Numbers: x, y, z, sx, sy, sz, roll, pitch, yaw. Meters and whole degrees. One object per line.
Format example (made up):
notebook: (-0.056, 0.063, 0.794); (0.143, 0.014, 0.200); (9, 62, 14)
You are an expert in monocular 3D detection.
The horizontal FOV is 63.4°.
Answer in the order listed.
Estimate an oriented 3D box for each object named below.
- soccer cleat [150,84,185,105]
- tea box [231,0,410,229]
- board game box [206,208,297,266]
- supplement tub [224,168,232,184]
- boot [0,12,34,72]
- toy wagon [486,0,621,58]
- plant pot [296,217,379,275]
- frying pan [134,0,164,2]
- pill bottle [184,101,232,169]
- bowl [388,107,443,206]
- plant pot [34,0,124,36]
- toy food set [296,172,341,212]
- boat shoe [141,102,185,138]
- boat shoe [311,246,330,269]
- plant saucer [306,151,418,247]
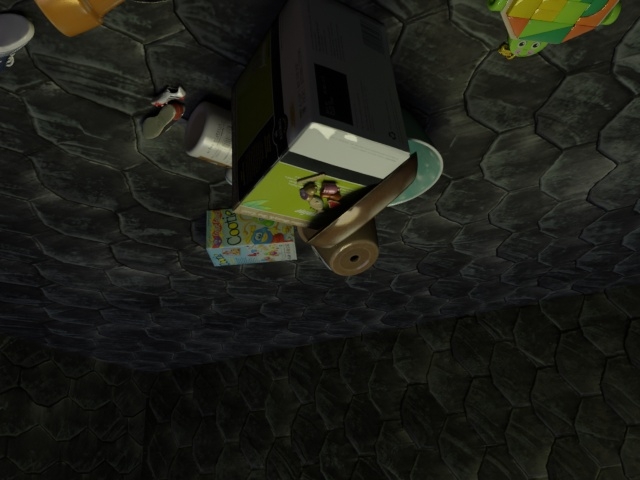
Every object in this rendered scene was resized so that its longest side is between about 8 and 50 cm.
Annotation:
soccer cleat: (-0.346, -0.328, 1.167); (0.083, 0.029, 0.035); (-11, 144, 5)
tea box: (-0.023, -0.246, 1.050); (0.220, 0.329, 0.323); (12, 150, -31)
board game box: (-0.221, -0.017, 1.685); (0.275, 0.142, 0.144); (-5, 154, -2)
supplement tub: (-0.214, -0.200, 1.399); (0.071, 0.071, 0.107); (7, 152, -23)
boot: (-0.620, -0.373, 1.000); (0.190, 0.069, 0.086); (-13, 175, 8)
toy wagon: (0.459, -0.466, 0.988); (0.267, 0.068, 0.344); (1, 153, -12)
plant pot: (0.071, -0.024, 1.550); (0.263, 0.229, 0.263); (-12, 137, -11)
frying pan: (-0.271, -0.475, 0.661); (0.197, 0.053, 0.326); (-35, 122, -11)
pill bottle: (-0.201, -0.236, 1.259); (0.229, 0.131, 0.131); (16, 147, -36)
bowl: (0.140, -0.226, 1.306); (0.311, 0.163, 0.311); (-4, 154, -2)
plant pot: (-0.340, -0.440, 0.775); (0.188, 0.205, 0.205); (-21, 153, -2)
toy food set: (0.005, -0.084, 0.987); (0.078, 0.019, 0.122); (-14, 153, 18)
boat shoe: (-0.375, -0.284, 1.231); (0.137, 0.049, 0.043); (-27, -174, 35)
boat shoe: (0.000, 0.000, 1.810); (0.094, 0.109, 0.302); (31, 156, 30)
plant saucer: (0.101, -0.078, 1.139); (0.310, 0.050, 0.310); (-40, -177, 3)
